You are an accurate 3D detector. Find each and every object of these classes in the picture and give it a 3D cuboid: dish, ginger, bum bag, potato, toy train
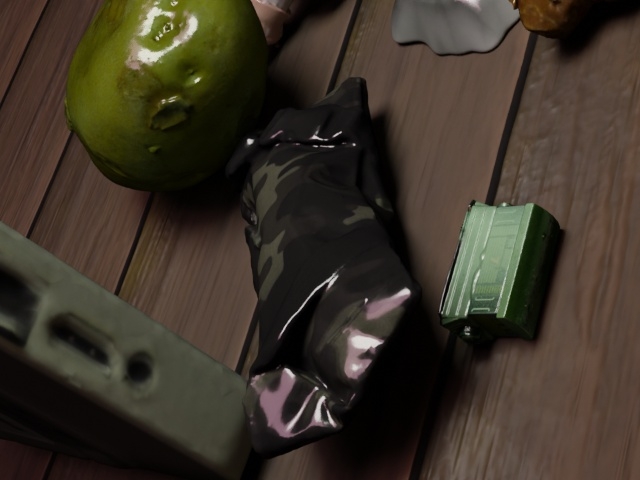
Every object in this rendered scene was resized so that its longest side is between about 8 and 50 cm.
[{"bbox_3d":[0.093,-0.184,0.934,0.137,0.039,0.091,3,65,48],"label":"dish"},{"bbox_3d":[0.172,-0.213,0.837,0.103,0.073,0.162,-25,44,34],"label":"ginger"},{"bbox_3d":[0.000,0.000,0.849,0.144,0.095,0.340,-43,28,21],"label":"bum bag"},{"bbox_3d":[-0.128,-0.132,1.022,0.253,0.148,0.186,138,128,-59],"label":"potato"},{"bbox_3d":[0.108,0.018,0.757,0.056,0.038,0.093,-5,58,44],"label":"toy train"}]

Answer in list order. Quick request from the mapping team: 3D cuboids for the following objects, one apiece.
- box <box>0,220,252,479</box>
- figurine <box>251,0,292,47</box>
[{"bbox_3d":[-0.266,0.056,0.873,0.373,0.367,0.090,0,61,50],"label":"box"},{"bbox_3d":[-0.014,-0.288,1.025,0.276,0.200,0.133,-60,6,45],"label":"figurine"}]
